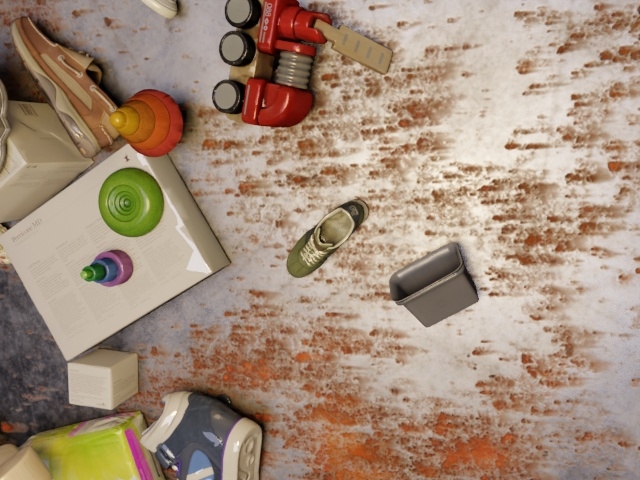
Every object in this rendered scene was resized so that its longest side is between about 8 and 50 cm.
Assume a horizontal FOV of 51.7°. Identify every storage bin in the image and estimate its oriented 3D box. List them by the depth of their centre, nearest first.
[{"bbox_3d":[0.198,0.080,1.123,0.135,0.098,0.091,-30,117,18],"label":"storage bin"}]

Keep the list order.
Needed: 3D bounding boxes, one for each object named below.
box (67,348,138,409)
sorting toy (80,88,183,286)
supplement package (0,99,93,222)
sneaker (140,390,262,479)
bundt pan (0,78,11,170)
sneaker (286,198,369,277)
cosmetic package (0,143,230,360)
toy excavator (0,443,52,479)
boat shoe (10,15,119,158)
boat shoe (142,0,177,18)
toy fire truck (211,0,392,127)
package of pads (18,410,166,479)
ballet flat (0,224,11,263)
[{"bbox_3d":[-0.435,0.276,1.326,0.102,0.101,0.087,4,99,16],"label":"box"},{"bbox_3d":[-0.350,-0.085,1.137,0.127,0.126,0.365,20,101,12],"label":"sorting toy"},{"bbox_3d":[-0.595,-0.148,1.258,0.203,0.194,0.149,-35,86,18],"label":"supplement package"},{"bbox_3d":[-0.249,0.450,1.297,0.237,0.130,0.322,17,108,23],"label":"sneaker"},{"bbox_3d":[-0.699,-0.205,1.121,0.331,0.124,0.330,1,92,21],"label":"bundt pan"},{"bbox_3d":[0.000,0.000,1.162,0.192,0.086,0.064,-43,85,18],"label":"sneaker"},{"bbox_3d":[-0.404,0.020,1.279,0.377,0.097,0.284,-30,90,18],"label":"cosmetic package"},{"bbox_3d":[-0.746,0.482,1.333,0.445,0.433,0.222,-31,107,-6],"label":"toy excavator"},{"bbox_3d":[-0.474,-0.302,1.254,0.117,0.123,0.324,-33,78,-15],"label":"boat shoe"},{"bbox_3d":[-0.322,-0.502,1.183,0.081,0.079,0.227,-41,83,22],"label":"boat shoe"},{"bbox_3d":[-0.028,-0.290,1.110,0.247,0.158,0.216,16,102,24],"label":"toy fire truck"},{"bbox_3d":[-0.476,0.491,1.372,0.297,0.101,0.229,-18,94,18],"label":"package of pads"},{"bbox_3d":[-0.735,-0.028,1.381,0.241,0.077,0.091,38,106,7],"label":"ballet flat"}]
